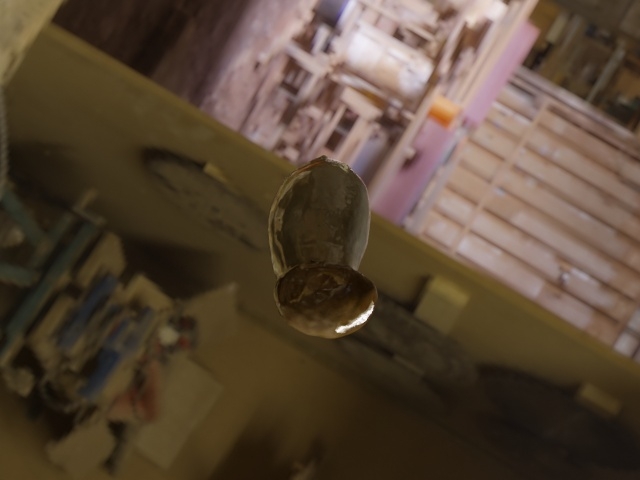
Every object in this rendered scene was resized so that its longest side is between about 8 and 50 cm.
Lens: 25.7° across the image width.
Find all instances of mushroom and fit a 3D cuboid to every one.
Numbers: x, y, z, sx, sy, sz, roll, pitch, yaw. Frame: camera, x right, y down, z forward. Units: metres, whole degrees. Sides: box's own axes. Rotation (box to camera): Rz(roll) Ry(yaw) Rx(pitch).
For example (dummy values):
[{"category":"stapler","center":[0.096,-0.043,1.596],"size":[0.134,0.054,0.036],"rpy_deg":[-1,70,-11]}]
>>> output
[{"category":"mushroom","center":[0.000,0.000,1.630],"size":[0.350,0.128,0.128],"rpy_deg":[-95,-150,-63]}]
